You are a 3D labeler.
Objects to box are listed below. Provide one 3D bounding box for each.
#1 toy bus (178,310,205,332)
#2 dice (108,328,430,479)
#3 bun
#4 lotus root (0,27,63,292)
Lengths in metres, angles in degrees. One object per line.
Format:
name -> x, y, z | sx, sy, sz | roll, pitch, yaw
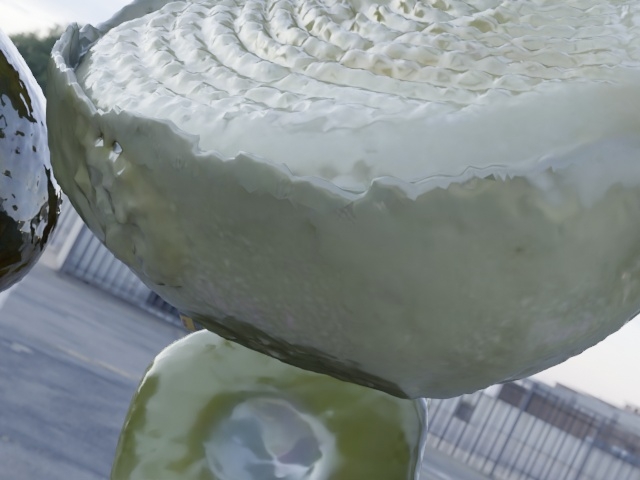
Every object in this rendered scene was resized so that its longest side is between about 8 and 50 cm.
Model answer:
toy bus -> 0.000, 0.000, 1.122 | 0.343, 0.138, 0.097 | -16, 9, -36
dice -> -0.039, 0.221, 0.823 | 0.227, 0.238, 0.233 | 8, -42, 5
bun -> 0.042, -0.039, 0.570 | 0.364, 0.202, 0.364 | -3, 28, 2
lotus root -> -0.318, -0.086, 0.705 | 0.250, 0.250, 0.346 | 24, -20, 37
